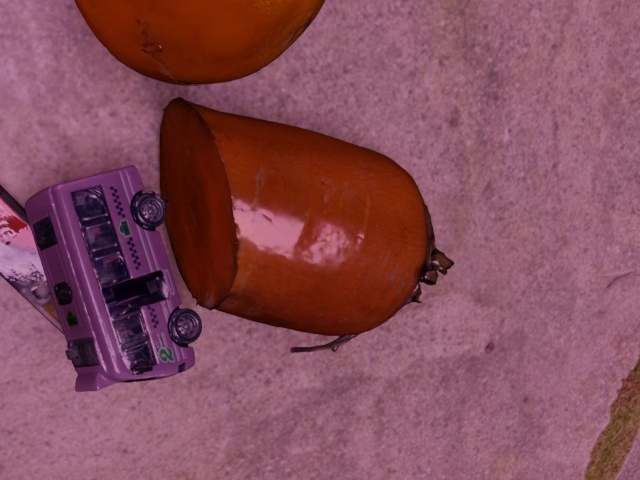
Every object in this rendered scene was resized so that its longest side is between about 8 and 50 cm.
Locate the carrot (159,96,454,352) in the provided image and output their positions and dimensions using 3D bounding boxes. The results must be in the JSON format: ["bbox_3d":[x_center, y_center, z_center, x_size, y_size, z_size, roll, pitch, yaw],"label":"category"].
[{"bbox_3d":[0.000,0.000,0.720,0.331,0.193,0.214,10,68,-27],"label":"carrot"}]

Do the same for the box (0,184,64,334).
[{"bbox_3d":[-0.283,0.013,0.697,0.055,0.039,0.218,-40,115,-7],"label":"box"}]

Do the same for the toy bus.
[{"bbox_3d":[-0.192,0.038,0.674,0.108,0.096,0.199,-18,92,-43],"label":"toy bus"}]

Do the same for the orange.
[{"bbox_3d":[-0.096,-0.248,0.598,0.239,0.240,0.240,-6,106,-21],"label":"orange"}]
